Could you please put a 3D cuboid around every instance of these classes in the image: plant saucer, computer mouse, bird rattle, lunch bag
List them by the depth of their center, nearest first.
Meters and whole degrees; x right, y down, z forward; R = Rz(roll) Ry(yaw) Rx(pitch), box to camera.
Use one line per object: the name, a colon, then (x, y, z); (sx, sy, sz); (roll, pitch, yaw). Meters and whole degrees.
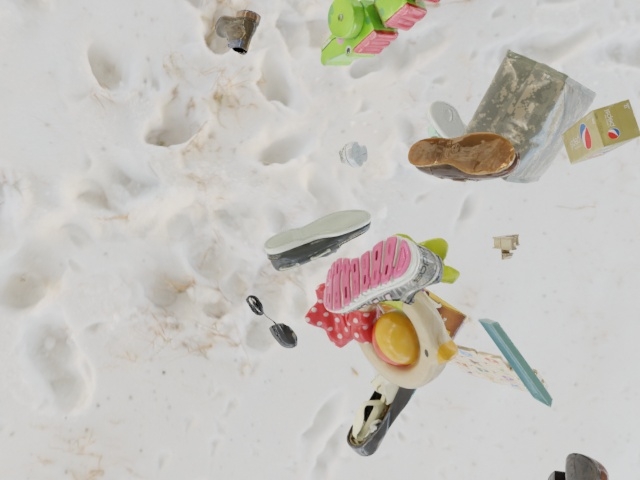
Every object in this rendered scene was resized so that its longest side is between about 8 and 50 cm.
bird rattle: (0.087, 0.115, 0.774); (0.143, 0.253, 0.207); (-13, 65, -43)
plant saucer: (0.368, 0.225, 1.027); (0.018, 0.067, 0.192); (-35, 93, -5)
lunch bag: (0.462, -0.256, 1.200); (0.287, 0.169, 0.235); (-1, 124, -49)
computer mouse: (-0.161, 0.271, 1.779); (0.242, 0.071, 0.041); (48, 43, -17)

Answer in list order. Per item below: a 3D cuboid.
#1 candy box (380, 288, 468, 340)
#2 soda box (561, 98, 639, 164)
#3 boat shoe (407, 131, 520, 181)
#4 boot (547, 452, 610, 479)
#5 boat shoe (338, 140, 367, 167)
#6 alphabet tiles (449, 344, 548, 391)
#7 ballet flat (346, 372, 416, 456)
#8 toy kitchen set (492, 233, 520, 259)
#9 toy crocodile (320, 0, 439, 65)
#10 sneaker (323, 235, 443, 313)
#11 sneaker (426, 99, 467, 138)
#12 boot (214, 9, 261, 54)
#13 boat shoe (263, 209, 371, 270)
candy box: (0.213, 0.160, 1.192); (0.186, 0.053, 0.109); (34, 85, 24)
soda box: (0.462, -0.176, 0.914); (0.058, 0.181, 0.061); (-17, 86, 9)
boat shoe: (0.241, -0.133, 0.900); (0.073, 0.207, 0.073); (26, 85, -38)
boot: (0.661, 0.549, 1.164); (0.280, 0.096, 0.264); (10, 140, 10)
boat shoe: (0.095, -0.266, 1.741); (0.075, 0.226, 0.083); (-6, 93, 16)
alphabet tiles: (0.379, 0.291, 1.283); (0.278, 0.284, 0.021); (41, 66, -47)
ballet flat: (0.107, 0.280, 0.948); (0.074, 0.074, 0.203); (30, 91, -21)
toy kitchen set: (0.530, 0.021, 1.505); (0.083, 0.075, 0.068); (-7, 96, -24)
toy crocodile: (0.118, -0.376, 0.874); (0.115, 0.340, 0.105); (-12, 78, -42)
sneaker: (0.065, 0.045, 0.585); (0.074, 0.170, 0.063); (15, 63, -27)
sneaker: (0.364, -0.343, 1.680); (0.255, 0.151, 0.094); (27, 81, -42)
boot: (-0.258, -0.592, 1.591); (0.082, 0.219, 0.106); (16, 86, -36)
boat shoe: (0.000, 0.000, 1.496); (0.302, 0.114, 0.091); (-15, 120, 7)
